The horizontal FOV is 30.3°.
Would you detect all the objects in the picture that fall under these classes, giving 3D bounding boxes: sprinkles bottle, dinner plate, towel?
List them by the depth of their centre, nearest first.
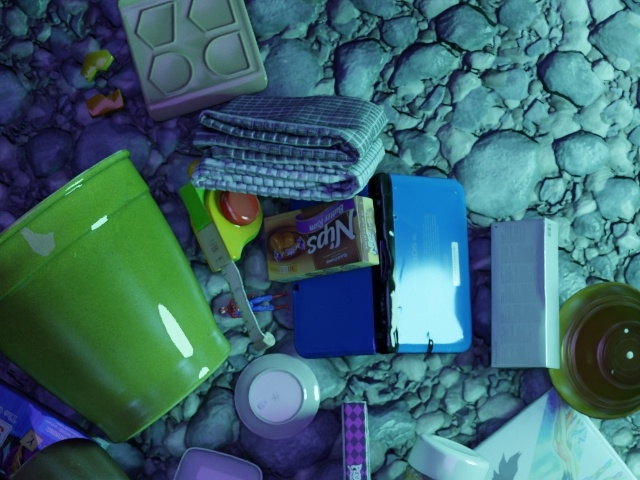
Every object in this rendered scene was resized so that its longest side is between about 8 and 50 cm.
[{"bbox_3d":[0.143,0.482,1.822,0.121,0.121,0.355,21,92,5],"label":"sprinkles bottle"},{"bbox_3d":[-0.048,-0.162,1.884,0.283,0.235,0.121,7,113,10],"label":"towel"},{"bbox_3d":[-0.072,0.256,1.941,0.141,0.017,0.141,0,81,3],"label":"dinner plate"}]

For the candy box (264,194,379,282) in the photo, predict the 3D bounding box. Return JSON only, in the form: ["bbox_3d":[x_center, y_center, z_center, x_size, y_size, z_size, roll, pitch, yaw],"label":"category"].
[{"bbox_3d":[0.000,0.000,1.910,0.186,0.053,0.109,-12,77,34],"label":"candy box"}]

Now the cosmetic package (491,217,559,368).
[{"bbox_3d":[0.332,0.088,1.916,0.099,0.060,0.239,-4,80,32],"label":"cosmetic package"}]

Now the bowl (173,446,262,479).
[{"bbox_3d":[-0.169,0.412,1.901,0.142,0.053,0.142,16,81,4],"label":"bowl"}]

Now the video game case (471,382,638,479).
[{"bbox_3d":[0.368,0.447,1.889,0.300,0.036,0.329,-37,82,-4],"label":"video game case"}]

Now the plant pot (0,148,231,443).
[{"bbox_3d":[-0.333,0.109,1.825,0.366,0.366,0.353,-38,93,-4],"label":"plant pot"}]

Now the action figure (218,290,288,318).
[{"bbox_3d":[-0.112,0.107,1.960,0.115,0.030,0.038,-10,85,2],"label":"action figure"}]

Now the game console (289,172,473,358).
[{"bbox_3d":[0.101,0.047,1.963,0.250,0.173,0.293,3,81,-29],"label":"game console"}]

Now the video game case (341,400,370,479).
[{"bbox_3d":[0.056,0.365,1.823,0.042,0.210,0.232,-2,81,2],"label":"video game case"}]

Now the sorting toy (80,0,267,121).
[{"bbox_3d":[-0.266,-0.324,2.028,0.307,0.041,0.229,-17,86,-1],"label":"sorting toy"}]

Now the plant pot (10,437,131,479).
[{"bbox_3d":[-0.333,0.442,1.773,0.230,0.215,0.215,24,81,39],"label":"plant pot"}]

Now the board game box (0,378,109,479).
[{"bbox_3d":[-0.560,0.387,1.908,0.318,0.066,0.318,29,83,6],"label":"board game box"}]

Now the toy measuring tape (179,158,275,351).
[{"bbox_3d":[-0.127,0.014,1.933,0.121,0.121,0.330,-25,84,-2],"label":"toy measuring tape"}]

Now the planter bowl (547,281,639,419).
[{"bbox_3d":[0.476,0.179,1.880,0.217,0.090,0.217,-11,74,40],"label":"planter bowl"}]
